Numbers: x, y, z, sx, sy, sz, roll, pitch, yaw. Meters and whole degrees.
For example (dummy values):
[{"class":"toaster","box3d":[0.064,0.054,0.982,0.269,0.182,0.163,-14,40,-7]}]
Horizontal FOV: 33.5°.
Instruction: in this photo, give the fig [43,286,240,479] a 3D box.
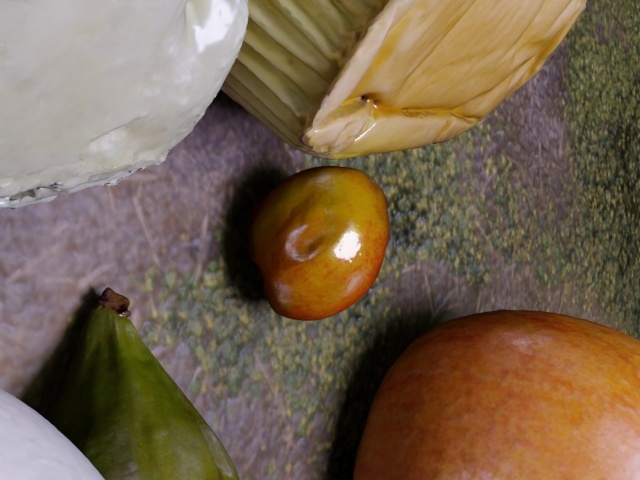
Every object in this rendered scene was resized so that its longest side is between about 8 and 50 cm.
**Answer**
[{"class":"fig","box3d":[-0.099,0.120,0.562,0.132,0.126,0.185,7,87,-39]}]

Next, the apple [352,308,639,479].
[{"class":"apple","box3d":[0.180,0.200,0.804,0.299,0.275,0.299,5,83,-46]}]

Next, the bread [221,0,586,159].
[{"class":"bread","box3d":[0.044,-0.164,0.688,0.156,0.204,0.288,47,38,17]}]

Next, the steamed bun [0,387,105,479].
[{"class":"steamed bun","box3d":[-0.191,0.160,0.281,0.309,0.309,0.310,2,87,-52]}]

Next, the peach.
[{"class":"peach","box3d":[0.002,0.000,0.711,0.100,0.100,0.101,2,87,-52]}]

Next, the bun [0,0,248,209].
[{"class":"bun","box3d":[-0.138,-0.183,0.437,0.362,0.234,0.326,59,41,-42]}]
